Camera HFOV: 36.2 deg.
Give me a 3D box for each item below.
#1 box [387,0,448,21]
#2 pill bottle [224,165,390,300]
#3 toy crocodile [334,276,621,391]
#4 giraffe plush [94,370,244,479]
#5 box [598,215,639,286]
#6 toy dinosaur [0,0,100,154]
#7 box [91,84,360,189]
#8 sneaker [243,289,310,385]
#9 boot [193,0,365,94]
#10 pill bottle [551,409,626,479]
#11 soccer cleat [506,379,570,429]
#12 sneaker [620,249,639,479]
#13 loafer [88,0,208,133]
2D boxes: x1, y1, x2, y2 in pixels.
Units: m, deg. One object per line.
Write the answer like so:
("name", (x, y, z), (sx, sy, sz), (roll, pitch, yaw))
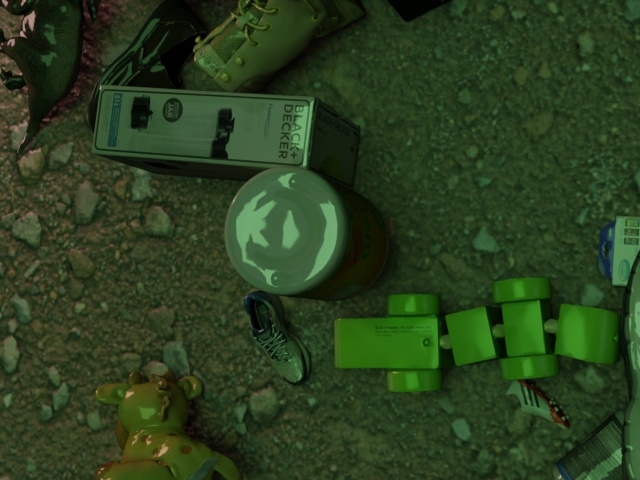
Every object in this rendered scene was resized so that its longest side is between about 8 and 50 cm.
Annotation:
("box", (0.137, -0.379, 1.193), (0.158, 0.093, 0.156), (-23, 77, 18))
("pill bottle", (0.000, 0.000, 1.120), (0.136, 0.245, 0.136), (-2, 84, 19))
("toy crocodile", (0.173, 0.112, 1.132), (0.340, 0.105, 0.115), (-9, 80, 23))
("giraffe plush", (-0.213, 0.255, 1.229), (0.210, 0.181, 0.170), (-41, 51, 22))
("box", (0.383, 0.015, 1.097), (0.136, 0.028, 0.081), (3, 86, 23))
("toy dinosaur", (-0.381, -0.272, 1.356), (0.160, 0.121, 0.313), (18, 87, 34))
("box", (-0.114, -0.126, 1.217), (0.290, 0.169, 0.087), (6, 86, 20))
("sneaker", (-0.062, 0.123, 1.230), (0.052, 0.058, 0.135), (-34, 75, 14))
("boot", (-0.077, -0.275, 1.170), (0.203, 0.262, 0.095), (-35, 72, 15))
("pill bottle", (0.328, 0.234, 1.066), (0.137, 0.078, 0.078), (-44, 72, 10))
("soccer cleat", (0.251, 0.191, 1.127), (0.083, 0.029, 0.035), (44, 108, 22))
("sneaker", (0.372, 0.132, 0.998), (0.129, 0.111, 0.297), (-2, 65, 18))
("loafer", (-0.230, -0.221, 1.314), (0.078, 0.080, 0.220), (37, 97, 20))
